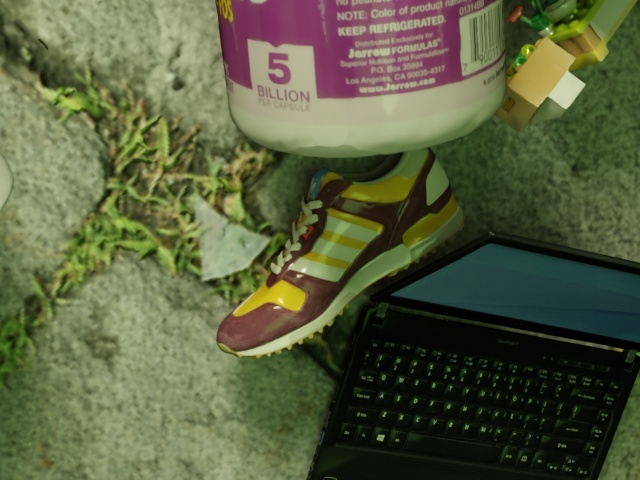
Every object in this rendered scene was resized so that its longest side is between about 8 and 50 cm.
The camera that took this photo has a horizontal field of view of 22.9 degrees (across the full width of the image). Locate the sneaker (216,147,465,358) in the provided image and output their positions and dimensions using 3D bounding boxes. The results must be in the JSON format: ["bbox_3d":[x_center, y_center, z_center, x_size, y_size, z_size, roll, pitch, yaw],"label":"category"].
[{"bbox_3d":[0.000,0.000,1.016,0.185,0.069,0.084,-34,109,-13],"label":"sneaker"}]

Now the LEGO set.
[{"bbox_3d":[0.191,-0.201,0.982,0.287,0.132,0.107,-39,109,4],"label":"LEGO set"}]

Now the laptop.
[{"bbox_3d":[0.143,0.116,1.069,0.234,0.136,0.264,12,105,-24],"label":"laptop"}]

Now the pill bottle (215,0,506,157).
[{"bbox_3d":[0.015,-0.212,0.879,0.169,0.169,0.302,-12,113,-16],"label":"pill bottle"}]

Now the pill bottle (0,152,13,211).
[{"bbox_3d":[-0.292,-0.123,0.791,0.176,0.176,0.319,-33,117,-6],"label":"pill bottle"}]
